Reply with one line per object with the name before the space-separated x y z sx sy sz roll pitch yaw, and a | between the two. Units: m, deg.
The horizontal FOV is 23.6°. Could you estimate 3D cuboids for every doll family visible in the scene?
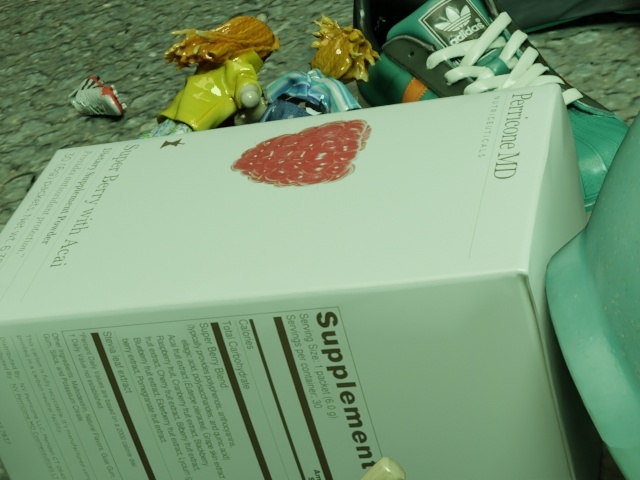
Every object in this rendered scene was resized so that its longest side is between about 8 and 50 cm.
doll family | -0.040 -0.079 1.036 0.263 0.118 0.163 20 66 43

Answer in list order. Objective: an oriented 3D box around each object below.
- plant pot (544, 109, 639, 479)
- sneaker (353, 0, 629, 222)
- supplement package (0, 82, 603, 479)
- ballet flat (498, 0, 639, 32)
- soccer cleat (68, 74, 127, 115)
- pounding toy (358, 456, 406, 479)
plant pot | 0.221 0.033 0.645 0.196 0.293 0.293 -34 25 21
sneaker | 0.104 -0.102 1.036 0.108 0.121 0.302 -30 33 -19
supplement package | -0.010 0.048 0.799 0.293 0.175 0.177 -6 32 18
ballet flat | 0.218 -0.208 1.199 0.203 0.074 0.074 -8 32 16
soccer cleat | -0.191 -0.118 1.307 0.035 0.029 0.083 -35 31 -11
pounding toy | 0.049 0.184 0.571 0.269 0.155 0.154 -9 27 14
